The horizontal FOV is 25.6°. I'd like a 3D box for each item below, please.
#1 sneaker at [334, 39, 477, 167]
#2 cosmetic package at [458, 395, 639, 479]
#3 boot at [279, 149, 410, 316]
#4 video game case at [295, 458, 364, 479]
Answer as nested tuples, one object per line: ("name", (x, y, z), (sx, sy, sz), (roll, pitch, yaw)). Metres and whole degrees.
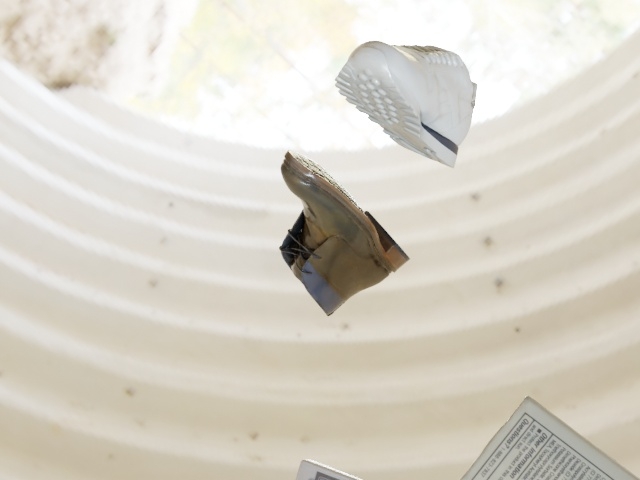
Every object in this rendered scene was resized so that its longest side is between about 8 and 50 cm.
("sneaker", (0.087, -0.148, 1.322), (0.094, 0.090, 0.235), (-60, 157, -2))
("cosmetic package", (0.223, 0.275, 1.060), (0.153, 0.296, 0.129), (-47, 164, -18))
("boot", (0.000, 0.000, 1.384), (0.106, 0.219, 0.082), (-43, -132, 4))
("video game case", (0.032, 0.331, 1.425), (0.190, 0.022, 0.173), (14, -93, 38))
